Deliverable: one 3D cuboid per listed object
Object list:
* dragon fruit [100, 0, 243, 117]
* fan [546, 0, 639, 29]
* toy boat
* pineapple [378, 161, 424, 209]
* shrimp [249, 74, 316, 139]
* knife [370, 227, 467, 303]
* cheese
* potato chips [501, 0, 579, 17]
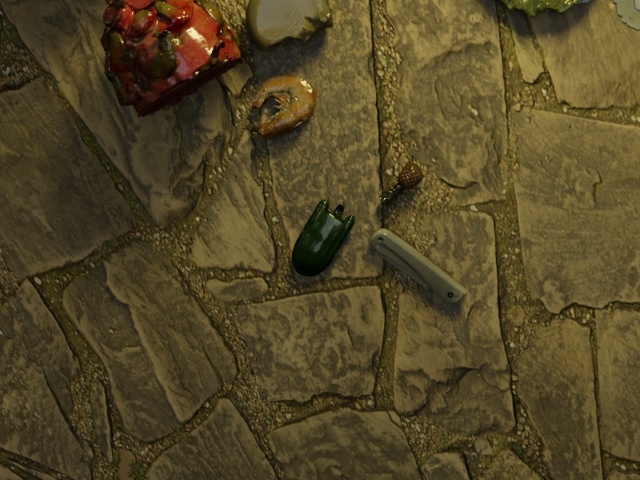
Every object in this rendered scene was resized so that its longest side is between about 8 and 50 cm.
[{"bbox_3d":[-0.336,-0.455,1.435,0.314,0.296,0.263,-24,101,27],"label":"dragon fruit"},{"bbox_3d":[0.649,-0.534,1.407,0.329,0.009,0.190,-7,101,10],"label":"fan"},{"bbox_3d":[0.000,0.000,1.609,0.104,0.052,0.210,30,106,0],"label":"toy boat"},{"bbox_3d":[0.186,-0.130,1.553,0.124,0.058,0.058,-41,93,22],"label":"pineapple"},{"bbox_3d":[-0.098,-0.317,1.563,0.187,0.051,0.132,-36,82,7],"label":"shrimp"},{"bbox_3d":[0.234,0.064,1.591,0.265,0.040,0.073,35,116,0],"label":"knife"},{"bbox_3d":[-0.082,-0.517,1.491,0.202,0.091,0.175,-30,96,16],"label":"cheese"},{"bbox_3d":[0.474,-0.701,1.370,0.358,0.070,0.429,27,105,1],"label":"potato chips"}]
